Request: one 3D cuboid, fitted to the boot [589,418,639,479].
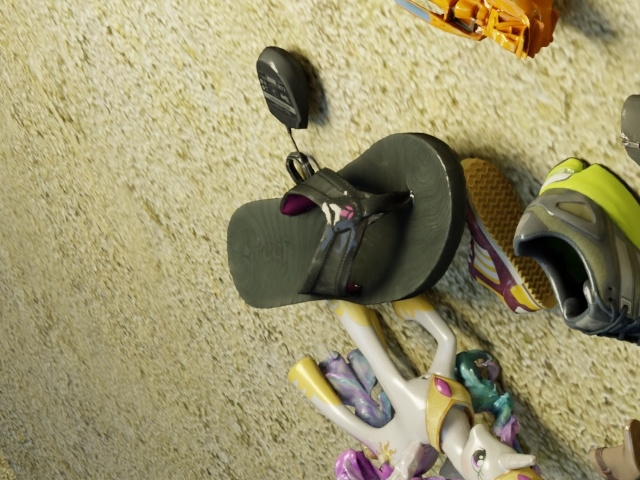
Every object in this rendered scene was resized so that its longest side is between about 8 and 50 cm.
[{"bbox_3d":[0.336,0.243,1.515,0.087,0.042,0.118,2,124,53],"label":"boot"}]

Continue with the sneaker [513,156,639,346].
[{"bbox_3d":[0.299,0.064,1.298,0.300,0.121,0.111,45,148,10],"label":"sneaker"}]

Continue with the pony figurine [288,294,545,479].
[{"bbox_3d":[0.109,0.247,1.632,0.363,0.303,0.351,52,143,28],"label":"pony figurine"}]

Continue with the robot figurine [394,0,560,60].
[{"bbox_3d":[0.093,-0.291,1.207,0.291,0.085,0.211,33,135,20],"label":"robot figurine"}]

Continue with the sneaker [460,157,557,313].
[{"bbox_3d":[0.178,0.001,1.436,0.084,0.069,0.185,-16,109,51],"label":"sneaker"}]

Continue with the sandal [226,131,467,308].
[{"bbox_3d":[0.000,0.003,1.488,0.446,0.107,0.167,-22,79,55],"label":"sandal"}]

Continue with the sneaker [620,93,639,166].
[{"bbox_3d":[0.347,-0.038,1.188,0.118,0.083,0.222,6,123,59],"label":"sneaker"}]

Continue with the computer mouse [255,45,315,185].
[{"bbox_3d":[-0.022,-0.130,1.592,0.071,0.041,0.242,35,153,39],"label":"computer mouse"}]
